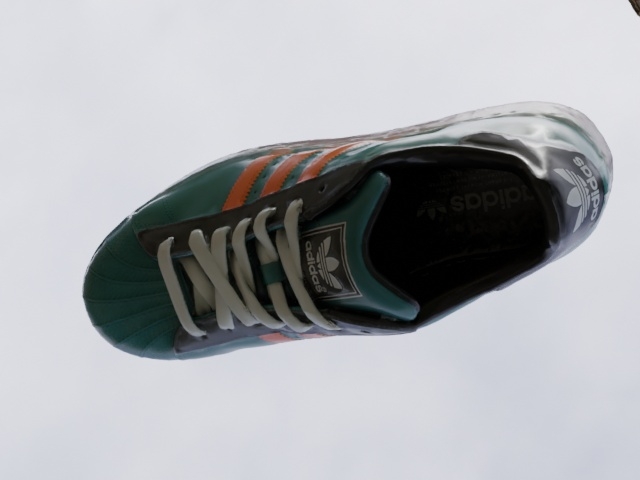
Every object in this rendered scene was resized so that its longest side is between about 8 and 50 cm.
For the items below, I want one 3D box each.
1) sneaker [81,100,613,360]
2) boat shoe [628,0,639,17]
[{"bbox_3d":[0.000,0.000,0.952,0.302,0.121,0.108,-17,-83,17],"label":"sneaker"},{"bbox_3d":[0.302,-0.168,1.380,0.110,0.307,0.104,-23,-138,36],"label":"boat shoe"}]
